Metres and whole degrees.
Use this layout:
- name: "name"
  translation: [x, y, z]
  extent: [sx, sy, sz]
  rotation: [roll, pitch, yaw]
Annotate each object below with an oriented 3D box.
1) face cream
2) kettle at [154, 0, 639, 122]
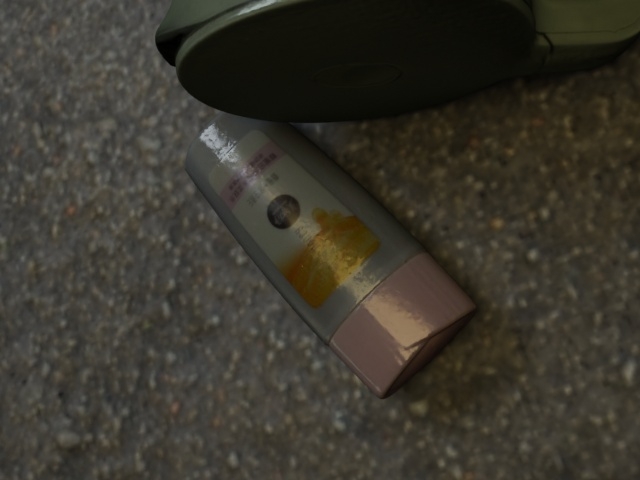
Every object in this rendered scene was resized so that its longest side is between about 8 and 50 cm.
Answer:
- name: "face cream"
  translation: [0.000, 0.000, 0.598]
  extent: [0.084, 0.057, 0.198]
  rotation: [-46, 71, 5]
- name: "kettle"
  translation: [0.029, -0.242, 0.566]
  extent: [0.205, 0.265, 0.318]
  rotation: [-18, 73, 46]
